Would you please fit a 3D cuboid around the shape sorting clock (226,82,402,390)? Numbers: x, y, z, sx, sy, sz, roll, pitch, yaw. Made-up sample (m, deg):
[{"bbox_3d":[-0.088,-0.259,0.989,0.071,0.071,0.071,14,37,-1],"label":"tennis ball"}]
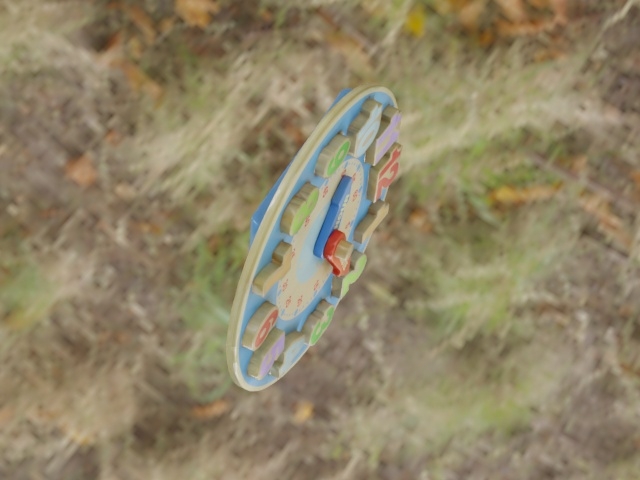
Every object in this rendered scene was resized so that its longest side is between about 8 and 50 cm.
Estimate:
[{"bbox_3d":[0.000,0.000,1.235,0.040,0.206,0.206,21,134,14],"label":"shape sorting clock"}]
